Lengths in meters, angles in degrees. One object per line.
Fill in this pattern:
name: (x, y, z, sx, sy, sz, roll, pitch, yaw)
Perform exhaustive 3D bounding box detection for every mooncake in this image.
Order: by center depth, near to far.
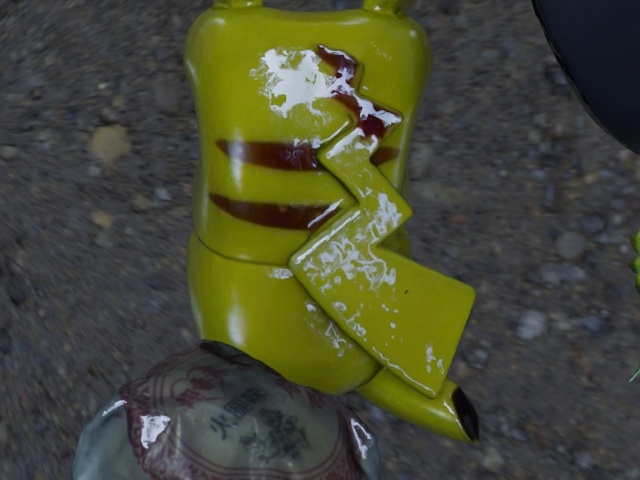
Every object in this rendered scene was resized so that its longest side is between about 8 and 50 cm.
mooncake: (-0.042, 0.105, 0.865, 0.125, 0.130, 0.073, -30, 142, -48)

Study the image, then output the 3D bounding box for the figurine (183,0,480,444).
figurine: (0.000, -0.007, 1.118, 0.218, 0.169, 0.327, 2, 112, 1)

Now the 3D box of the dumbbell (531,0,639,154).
dumbbell: (0.273, -0.174, 0.834, 0.322, 0.204, 0.204, -17, 100, 31)

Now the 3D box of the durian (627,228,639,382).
durian: (0.331, -0.012, 1.131, 0.157, 0.355, 0.169, 47, 62, -18)
